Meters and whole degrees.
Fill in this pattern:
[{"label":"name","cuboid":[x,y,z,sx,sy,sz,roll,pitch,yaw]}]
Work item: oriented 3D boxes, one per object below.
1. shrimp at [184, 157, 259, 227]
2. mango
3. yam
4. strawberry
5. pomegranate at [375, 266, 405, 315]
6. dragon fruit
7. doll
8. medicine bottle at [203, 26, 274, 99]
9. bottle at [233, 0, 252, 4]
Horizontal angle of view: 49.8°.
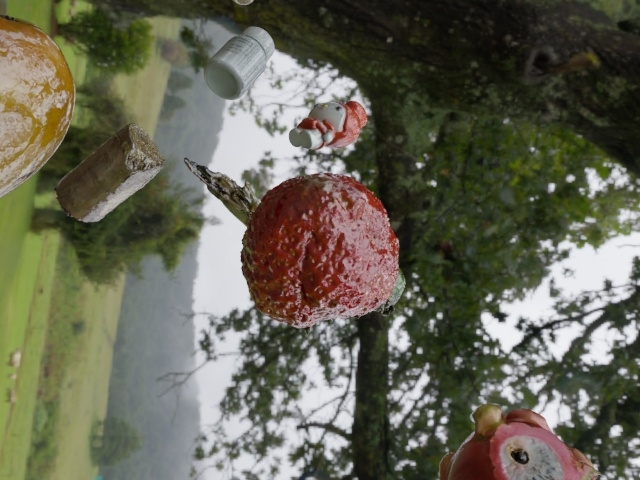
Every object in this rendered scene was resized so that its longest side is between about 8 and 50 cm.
[{"label":"shrimp","cuboid":[-0.155,-0.085,1.371,0.066,0.262,0.117,-54,-154,-18]},{"label":"mango","cuboid":[-0.427,-0.130,0.796,0.173,0.211,0.317,28,-102,38]},{"label":"yam","cuboid":[-0.446,-0.146,1.475,0.238,0.128,0.129,-35,-101,21]},{"label":"strawberry","cuboid":[0.000,0.000,1.066,0.276,0.258,0.257,93,-9,-58]},{"label":"pomegranate","cuboid":[0.120,0.103,1.436,0.161,0.122,0.122,-102,-157,-52]},{"label":"dragon fruit","cuboid":[0.278,0.362,0.989,0.227,0.224,0.224,105,-19,-50]},{"label":"doll","cuboid":[0.035,-0.319,1.896,0.161,0.290,0.129,11,-59,38]},{"label":"medicine bottle","cuboid":[-0.137,-0.309,1.192,0.130,0.080,0.080,-59,178,-38]},{"label":"bottle","cuboid":[-0.132,-0.454,1.176,0.045,0.045,0.096,141,-48,-67]}]
